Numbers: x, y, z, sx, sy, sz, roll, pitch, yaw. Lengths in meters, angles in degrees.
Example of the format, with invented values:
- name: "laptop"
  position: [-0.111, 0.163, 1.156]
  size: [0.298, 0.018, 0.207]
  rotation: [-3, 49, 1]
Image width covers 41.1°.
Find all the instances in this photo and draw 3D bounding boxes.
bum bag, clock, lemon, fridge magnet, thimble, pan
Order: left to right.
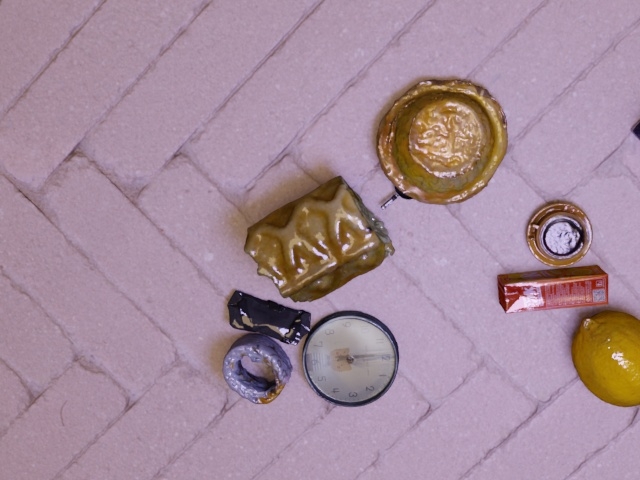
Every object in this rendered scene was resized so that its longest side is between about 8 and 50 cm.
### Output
- name: "thimble"
  position: [-0.142, 0.286, 1.922]
  size: [0.151, 0.118, 0.127]
  rotation: [45, 100, -4]
- name: "bum bag"
  position: [-0.118, 0.176, 1.926]
  size: [0.197, 0.049, 0.087]
  rotation: [17, 78, 1]
- name: "clock"
  position: [0.068, 0.272, 1.943]
  size: [0.226, 0.049, 0.226]
  rotation: [1, 101, 4]
- name: "pan"
  position: [0.177, -0.109, 1.874]
  size: [0.115, 0.023, 0.068]
  rotation: [-40, 97, 7]
- name: "fridge magnet"
  position: [0.520, -0.011, 1.853]
  size: [0.143, 0.063, 0.143]
  rotation: [1, 98, 5]
- name: "lemon"
  position: [0.644, 0.257, 1.835]
  size: [0.188, 0.188, 0.257]
  rotation: [-39, 100, 10]

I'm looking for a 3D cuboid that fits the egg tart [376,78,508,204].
- name: "egg tart"
  position: [0.262, -0.210, 1.798]
  size: [0.288, 0.118, 0.288]
  rotation: [0, 90, -2]

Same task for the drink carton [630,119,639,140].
- name: "drink carton"
  position: [0.735, -0.230, 1.716]
  size: [0.102, 0.222, 0.134]
  rotation: [44, 100, -5]

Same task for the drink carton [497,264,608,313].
- name: "drink carton"
  position: [0.504, 0.106, 1.860]
  size: [0.223, 0.096, 0.071]
  rotation: [-5, 101, 4]

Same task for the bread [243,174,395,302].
- name: "bread"
  position: [0.004, 0.005, 1.820]
  size: [0.252, 0.238, 0.196]
  rotation: [-36, 60, 14]
